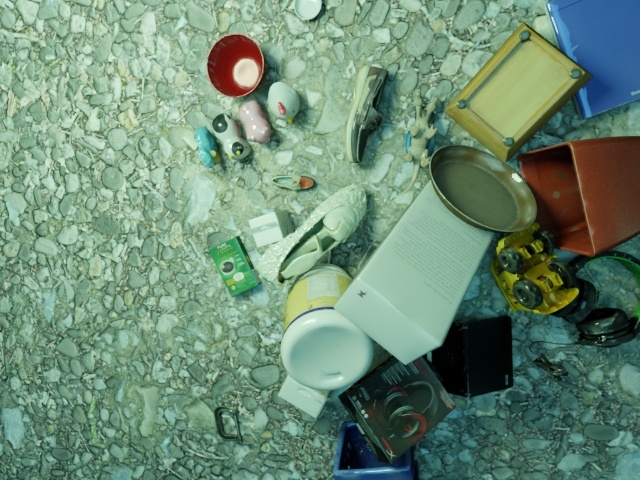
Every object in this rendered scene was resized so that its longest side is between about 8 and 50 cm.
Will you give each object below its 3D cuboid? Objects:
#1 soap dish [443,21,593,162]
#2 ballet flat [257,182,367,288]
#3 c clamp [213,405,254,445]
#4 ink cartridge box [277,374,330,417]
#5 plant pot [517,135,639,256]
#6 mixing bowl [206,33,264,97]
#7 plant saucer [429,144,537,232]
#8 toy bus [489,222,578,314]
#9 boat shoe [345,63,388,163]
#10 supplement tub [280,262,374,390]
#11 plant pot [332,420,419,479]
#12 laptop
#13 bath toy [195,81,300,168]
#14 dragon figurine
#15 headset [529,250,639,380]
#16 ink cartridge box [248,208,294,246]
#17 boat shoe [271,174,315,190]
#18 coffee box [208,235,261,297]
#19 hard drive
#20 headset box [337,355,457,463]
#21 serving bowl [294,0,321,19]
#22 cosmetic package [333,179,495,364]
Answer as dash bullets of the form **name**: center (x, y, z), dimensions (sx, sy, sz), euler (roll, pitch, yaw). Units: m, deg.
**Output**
- **soap dish**: center (0.511, -0.388, 1.087), dimensions (0.229, 0.118, 0.291), euler (44, 111, 8)
- **ballet flat**: center (0.000, 0.000, 1.210), dimensions (0.409, 0.147, 0.147), euler (-41, 88, -5)
- **c clamp**: center (-0.321, 0.674, 1.507), dimensions (0.137, 0.022, 0.160), euler (-12, 97, 19)
- **ink cartridge box**: center (-0.036, 0.454, 1.318), dimensions (0.140, 0.191, 0.082), euler (29, 104, 7)
- **plant pot**: center (0.697, -0.132, 1.041), dimensions (0.236, 0.267, 0.266), euler (-15, 95, 3)
- **mixing bowl**: center (-0.243, -0.521, 1.262), dimensions (0.182, 0.098, 0.181), euler (2, 98, 12)
- **plant saucer**: center (0.424, -0.135, 1.104), dimensions (0.311, 0.310, 0.050), euler (33, 141, 6)
- **toy bus**: center (0.544, 0.085, 1.129), dimensions (0.150, 0.211, 0.220), euler (-25, 85, -14)
- **boat shoe**: center (0.136, -0.364, 1.202), dimensions (0.093, 0.103, 0.284), euler (11, 95, 16)
- **supplement tub**: center (0.014, 0.227, 1.175), dimensions (0.241, 0.331, 0.240), euler (-1, 113, -2)
- **plant pot**: center (0.190, 0.717, 1.295), dimensions (0.236, 0.236, 0.211), euler (-15, 102, 15)
- **laptop**: center (0.440, 0.347, 1.288), dimensions (0.265, 0.137, 0.234), euler (1, 99, 38)
- **bath toy**: center (-0.217, -0.348, 1.270), dimensions (0.349, 0.129, 0.151), euler (-25, 126, 16)
- **dragon figurine**: center (0.285, -0.278, 1.186), dimensions (0.085, 0.144, 0.288), euler (8, 118, 13)
- **headset**: center (0.730, 0.202, 1.112), dimensions (0.243, 0.185, 0.394), euler (43, 94, 4)
- **ink cartridge box**: center (-0.154, -0.038, 1.293), dimensions (0.092, 0.143, 0.089), euler (-17, 94, 15)
- **boat shoe**: center (-0.085, -0.185, 1.308), dimensions (0.137, 0.043, 0.049), euler (7, 98, 10)
- **coffee box**: center (-0.288, 0.087, 1.396), dimensions (0.113, 0.040, 0.184), euler (-26, 93, 15)
- **hard drive**: center (0.743, -0.506, 1.074), dimensions (0.211, 0.040, 0.318), euler (-20, 94, 15)
- **headset box**: center (0.236, 0.466, 1.223), dimensions (0.293, 0.110, 0.218), euler (-28, 75, -23)
- **serving bowl**: center (-0.035, -0.695, 1.225), dimensions (0.084, 0.027, 0.083), euler (2, 98, 12)
- **cosmetic package**: center (0.259, 0.057, 1.060), dimensions (0.230, 0.453, 0.161), euler (39, 142, 5)
